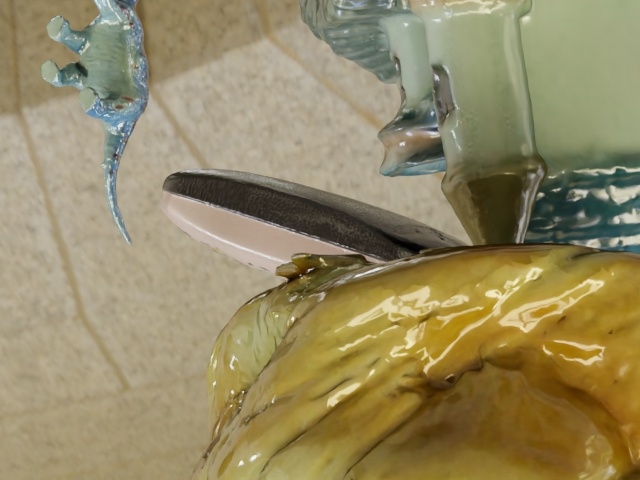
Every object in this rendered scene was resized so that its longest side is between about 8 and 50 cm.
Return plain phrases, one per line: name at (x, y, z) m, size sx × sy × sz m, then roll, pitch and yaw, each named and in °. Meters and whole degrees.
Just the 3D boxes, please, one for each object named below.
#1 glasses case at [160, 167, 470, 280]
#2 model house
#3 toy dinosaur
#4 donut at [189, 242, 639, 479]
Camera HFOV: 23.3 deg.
glasses case at (0.000, 0.000, 1.196) m, size 0.314 × 0.122 × 0.075 m, roll 17°, pitch -89°, yaw 41°
model house at (0.118, -0.043, 0.993) m, size 0.194 × 0.267 × 0.325 m, roll -7°, pitch -93°, yaw -12°
toy dinosaur at (-0.211, -0.172, 1.517) m, size 0.076 × 0.144 × 0.329 m, roll -9°, pitch -114°, yaw 31°
donut at (0.103, 0.111, 0.735) m, size 0.360 × 0.360 × 0.170 m, roll 3°, pitch -107°, yaw 12°
